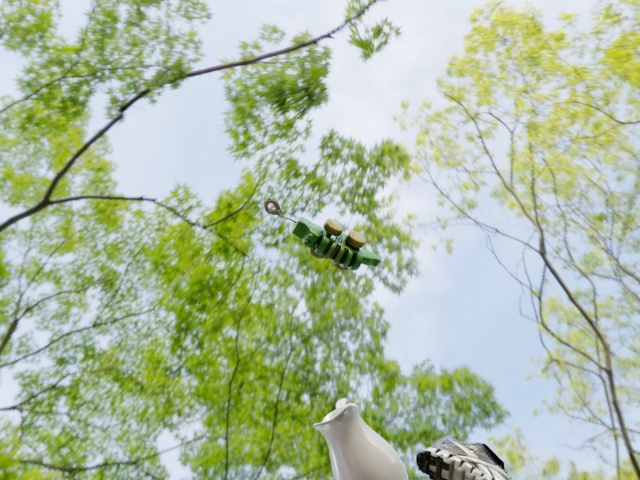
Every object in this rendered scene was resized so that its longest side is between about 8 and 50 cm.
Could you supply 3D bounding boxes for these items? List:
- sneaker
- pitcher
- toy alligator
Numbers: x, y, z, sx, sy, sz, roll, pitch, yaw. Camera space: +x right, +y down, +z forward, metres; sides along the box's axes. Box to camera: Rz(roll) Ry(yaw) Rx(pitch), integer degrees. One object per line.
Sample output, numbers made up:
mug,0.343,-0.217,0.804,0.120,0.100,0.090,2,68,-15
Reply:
sneaker,0.289,0.404,1.356,0.234,0.106,0.078,24,-51,32
pitcher,0.078,0.395,1.448,0.126,0.178,0.207,-30,-93,11
toy alligator,0.000,0.000,1.113,0.190,0.051,0.056,27,-61,-10
